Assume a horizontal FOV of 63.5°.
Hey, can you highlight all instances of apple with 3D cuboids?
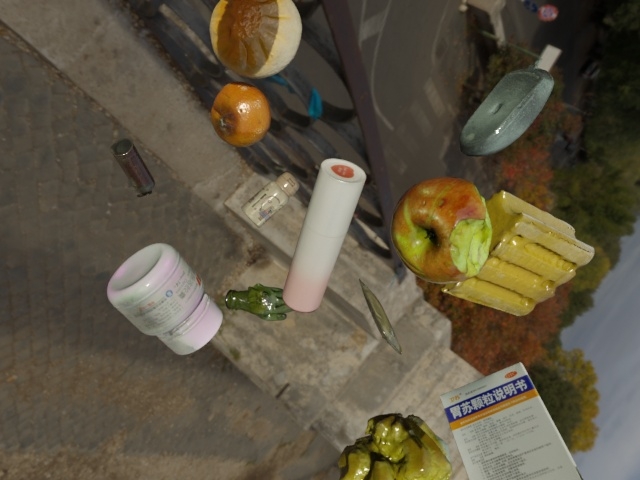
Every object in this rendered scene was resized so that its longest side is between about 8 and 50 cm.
[{"bbox_3d":[0.290,-0.029,1.170,0.226,0.246,0.246,-22,142,-41],"label":"apple"}]

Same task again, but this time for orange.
[{"bbox_3d":[-0.278,-0.432,1.779,0.170,0.224,0.223,-37,152,-46],"label":"orange"}]

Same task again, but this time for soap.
[{"bbox_3d":[0.517,0.048,1.401,0.335,0.156,0.293,18,122,-28],"label":"soap"}]

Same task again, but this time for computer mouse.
[{"bbox_3d":[0.354,-0.239,0.977,0.229,0.113,0.068,-49,125,1],"label":"computer mouse"}]

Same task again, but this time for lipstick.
[{"bbox_3d":[0.000,0.000,1.022,0.087,0.087,0.326,-27,145,-46],"label":"lipstick"}]

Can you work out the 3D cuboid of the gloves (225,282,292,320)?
[{"bbox_3d":[-0.201,0.218,1.835,0.107,0.269,0.135,-103,-166,-84],"label":"gloves"}]

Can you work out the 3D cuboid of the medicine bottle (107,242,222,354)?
[{"bbox_3d":[-0.467,0.185,1.588,0.241,0.241,0.301,-45,124,-18],"label":"medicine bottle"}]

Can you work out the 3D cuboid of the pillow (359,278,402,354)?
[{"bbox_3d":[0.153,0.196,1.354,0.033,0.217,0.130,-31,128,8],"label":"pillow"}]

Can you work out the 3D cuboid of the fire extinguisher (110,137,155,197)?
[{"bbox_3d":[-0.606,-0.222,1.684,0.089,0.072,0.267,-6,152,0],"label":"fire extinguisher"}]

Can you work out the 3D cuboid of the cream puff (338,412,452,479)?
[{"bbox_3d":[0.227,0.695,1.609,0.378,0.379,0.275,-28,116,-45],"label":"cream puff"}]

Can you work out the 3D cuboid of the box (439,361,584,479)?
[{"bbox_3d":[0.396,0.430,1.071,0.200,0.299,0.106,-28,125,13],"label":"box"}]

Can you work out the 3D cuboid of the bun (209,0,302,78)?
[{"bbox_3d":[-0.212,-0.660,1.611,0.298,0.299,0.165,-56,172,6],"label":"bun"}]

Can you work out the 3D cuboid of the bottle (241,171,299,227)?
[{"bbox_3d":[-0.167,-0.146,1.781,0.209,0.097,0.110,-42,-167,-3],"label":"bottle"}]
